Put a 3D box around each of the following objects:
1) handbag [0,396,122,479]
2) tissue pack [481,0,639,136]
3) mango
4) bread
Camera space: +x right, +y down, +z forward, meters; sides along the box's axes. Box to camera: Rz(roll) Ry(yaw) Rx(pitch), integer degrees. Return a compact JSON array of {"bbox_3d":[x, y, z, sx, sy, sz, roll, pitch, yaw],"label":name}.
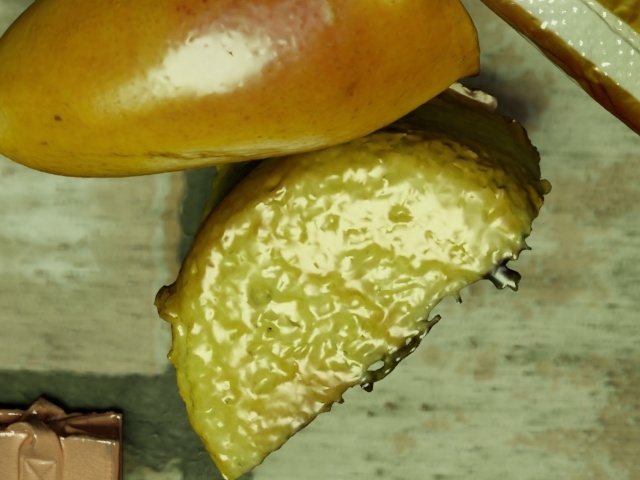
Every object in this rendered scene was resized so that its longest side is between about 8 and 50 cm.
[{"bbox_3d":[-0.241,0.178,0.899,0.213,0.059,0.157,4,113,-3],"label":"handbag"},{"bbox_3d":[0.175,-0.122,0.716,0.226,0.183,0.092,33,117,-15],"label":"tissue pack"},{"bbox_3d":[-0.064,-0.106,0.704,0.257,0.187,0.138,-22,111,-5],"label":"mango"},{"bbox_3d":[-0.003,0.002,0.781,0.261,0.160,0.147,-40,103,20],"label":"bread"}]
